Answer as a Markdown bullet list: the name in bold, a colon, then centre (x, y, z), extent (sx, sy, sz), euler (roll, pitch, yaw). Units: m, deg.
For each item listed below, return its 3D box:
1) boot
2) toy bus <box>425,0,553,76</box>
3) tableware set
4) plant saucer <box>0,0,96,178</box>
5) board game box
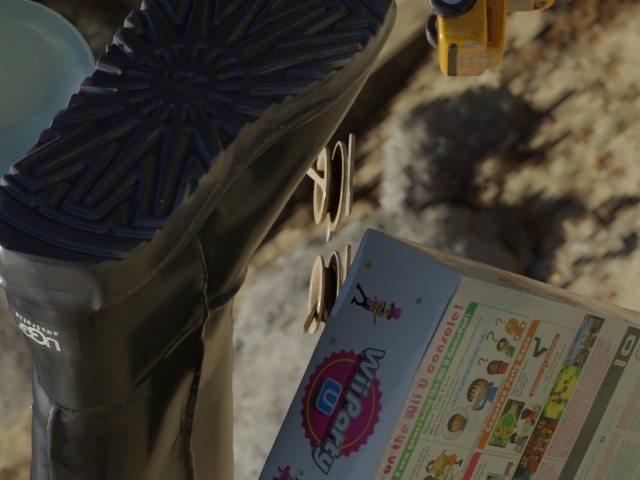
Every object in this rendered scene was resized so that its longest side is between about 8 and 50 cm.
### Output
- **boot**: centre (-0.080, 0.062, 1.320), extent (0.367, 0.146, 0.445), euler (-45, -31, -37)
- **toy bus**: centre (0.167, -0.337, 1.939), extent (0.130, 0.333, 0.108), euler (-2, -15, 2)
- **tableware set**: centre (0.000, 0.000, 1.826), extent (0.039, 0.194, 0.128), euler (4, -13, -9)
- **plant saucer**: centre (-0.301, -0.145, 1.754), extent (0.195, 0.195, 0.037), euler (-37, 37, 12)
- **board game box**: centre (0.117, 0.135, 1.331), extent (0.097, 0.303, 0.224), euler (30, 99, 43)
